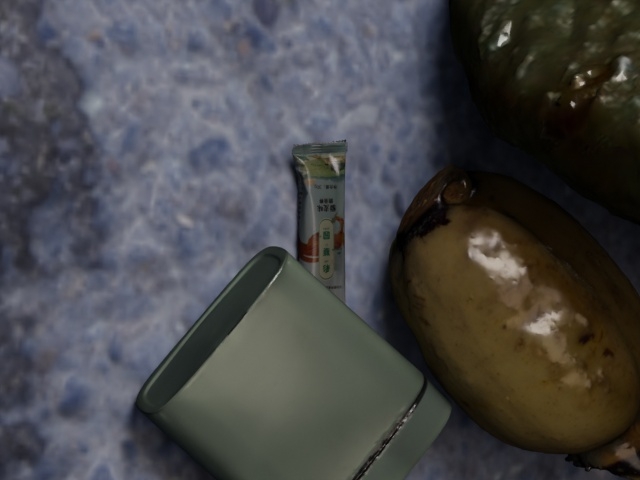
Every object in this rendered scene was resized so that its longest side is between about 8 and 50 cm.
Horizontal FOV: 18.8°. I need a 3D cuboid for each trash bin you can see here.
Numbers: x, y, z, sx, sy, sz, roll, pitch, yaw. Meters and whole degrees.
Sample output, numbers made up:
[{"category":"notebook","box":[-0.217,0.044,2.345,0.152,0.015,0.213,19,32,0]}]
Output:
[{"category":"trash bin","box":[-0.013,0.087,1.024,0.130,0.059,0.116,44,79,-19]}]

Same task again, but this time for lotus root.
[{"category":"lotus root","box":[0.121,0.056,1.059,0.221,0.118,0.125,52,52,-9]}]

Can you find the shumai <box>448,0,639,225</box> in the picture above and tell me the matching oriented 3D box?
[{"category":"shumai","box":[0.284,-0.061,1.060,0.324,0.397,0.323,-45,136,-14]}]

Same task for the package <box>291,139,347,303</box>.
[{"category":"package","box":[0.000,0.000,1.059,0.037,0.015,0.110,-3,93,-32]}]
